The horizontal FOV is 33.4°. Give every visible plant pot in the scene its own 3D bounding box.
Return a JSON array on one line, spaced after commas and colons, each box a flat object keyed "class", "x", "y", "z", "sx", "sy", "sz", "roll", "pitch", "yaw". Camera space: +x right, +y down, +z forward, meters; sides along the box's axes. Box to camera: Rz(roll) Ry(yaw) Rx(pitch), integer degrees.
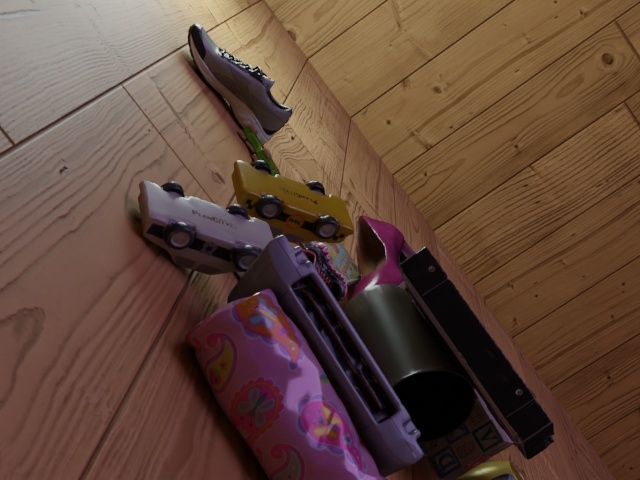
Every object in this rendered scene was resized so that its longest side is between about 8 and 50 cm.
[{"class": "plant pot", "x": 0.316, "y": 0.447, "z": 1.897, "sx": 0.134, "sy": 0.095, "sz": 0.134, "roll": 51, "pitch": 13, "yaw": -16}]

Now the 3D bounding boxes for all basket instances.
[{"class": "basket", "x": 0.130, "y": 0.192, "z": 1.755, "sx": 0.204, "sy": 0.154, "sz": 0.227, "roll": 39, "pitch": 16, "yaw": -45}]

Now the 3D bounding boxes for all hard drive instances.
[{"class": "hard drive", "x": 0.252, "y": 0.187, "z": 1.714, "sx": 0.339, "sy": 0.064, "sz": 0.237, "roll": 55, "pitch": 0, "yaw": 21}]

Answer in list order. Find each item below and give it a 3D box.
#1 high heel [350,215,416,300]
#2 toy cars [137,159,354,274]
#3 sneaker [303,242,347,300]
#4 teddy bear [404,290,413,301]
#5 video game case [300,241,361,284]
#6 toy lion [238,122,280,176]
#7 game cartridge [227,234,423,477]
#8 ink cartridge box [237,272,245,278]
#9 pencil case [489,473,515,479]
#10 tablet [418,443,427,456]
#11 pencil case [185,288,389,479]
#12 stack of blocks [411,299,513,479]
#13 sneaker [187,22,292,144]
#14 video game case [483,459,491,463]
[{"class": "high heel", "x": 0.081, "y": 0.054, "z": 2.015, "sx": 0.181, "sy": 0.127, "sz": 0.377, "roll": 39, "pitch": 19, "yaw": 9}, {"class": "toy cars", "x": -0.103, "y": -0.018, "z": 1.435, "sx": 0.176, "sy": 0.087, "sz": 0.394, "roll": 42, "pitch": 28, "yaw": 16}, {"class": "sneaker", "x": 0.002, "y": 0.058, "z": 1.885, "sx": 0.057, "sy": 0.047, "sz": 0.119, "roll": -2, "pitch": 55, "yaw": -50}, {"class": "teddy bear", "x": 0.237, "y": 0.211, "z": 2.133, "sx": 0.245, "sy": 0.113, "sz": 0.338, "roll": 40, "pitch": 13, "yaw": -14}, {"class": "video game case", "x": 0.000, "y": 0.000, "z": 2.049, "sx": 0.206, "sy": 0.026, "sz": 0.227, "roll": 57, "pitch": 12, "yaw": 7}, {"class": "toy lion", "x": -0.112, "y": -0.169, "z": 2.070, "sx": 0.100, "sy": 0.034, "sz": 0.096, "roll": 60, "pitch": 6, "yaw": 24}, {"class": "game cartridge", "x": -0.005, "y": 0.156, "z": 1.271, "sx": 0.062, "sy": 0.198, "sz": 0.297, "roll": -27, "pitch": 79, "yaw": -33}, {"class": "ink cartridge box", "x": -0.053, "y": 0.075, "z": 1.595, "sx": 0.208, "sy": 0.045, "sz": 0.206, "roll": 57, "pitch": 11, "yaw": 3}, {"class": "pencil case", "x": 0.340, "y": 0.520, "z": 1.755, "sx": 0.273, "sy": 0.113, "sz": 0.124, "roll": 56, "pitch": 3, "yaw": 2}, {"class": "tablet", "x": 0.152, "y": 0.326, "z": 1.801, "sx": 0.083, "sy": 0.006, "sz": 0.054, "roll": 61, "pitch": 13, "yaw": 28}, {"class": "pencil case", "x": -0.034, "y": 0.194, "z": 1.176, "sx": 0.284, "sy": 0.124, "sz": 0.124, "roll": 57, "pitch": 12, "yaw": 7}, {"class": "stack of blocks", "x": 0.223, "y": 0.251, "z": 1.888, "sx": 0.297, "sy": 0.171, "sz": 0.087, "roll": 61, "pitch": 13, "yaw": 23}, {"class": "sneaker", "x": -0.161, "y": -0.322, "z": 2.101, "sx": 0.271, "sy": 0.108, "sz": 0.100, "roll": 50, "pitch": 15, "yaw": -17}, {"class": "video game case", "x": 0.242, "y": 0.326, "z": 2.115, "sx": 0.274, "sy": 0.026, "sz": 0.196, "roll": 47, "pitch": 15, "yaw": -32}]
